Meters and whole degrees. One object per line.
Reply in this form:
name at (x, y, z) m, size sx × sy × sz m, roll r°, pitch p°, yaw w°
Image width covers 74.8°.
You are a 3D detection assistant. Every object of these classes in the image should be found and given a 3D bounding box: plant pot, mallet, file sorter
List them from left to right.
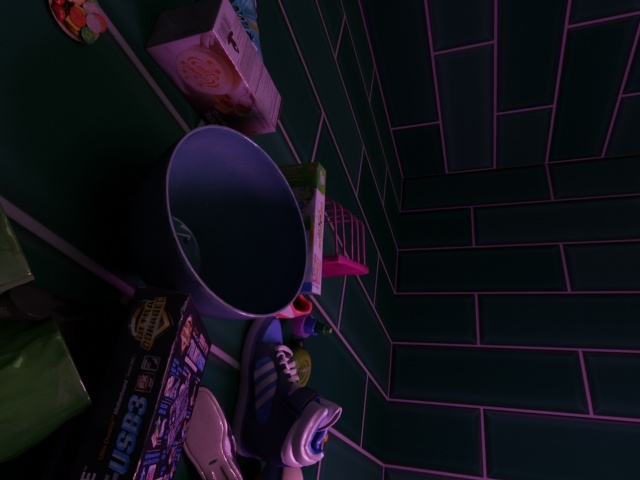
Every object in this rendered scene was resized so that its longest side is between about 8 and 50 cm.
plant pot at (-0.183, -0.006, 0.663) m, size 0.290 × 0.195 × 0.291 m, roll 35°, pitch 46°, yaw -46°
mallet at (-0.093, 0.310, 1.135) m, size 0.189 × 0.039 × 0.063 m, roll 10°, pitch 79°, yaw -65°
file sorter at (0.000, 0.000, 1.196) m, size 0.290 × 0.201 × 0.183 m, roll 26°, pitch 60°, yaw -67°

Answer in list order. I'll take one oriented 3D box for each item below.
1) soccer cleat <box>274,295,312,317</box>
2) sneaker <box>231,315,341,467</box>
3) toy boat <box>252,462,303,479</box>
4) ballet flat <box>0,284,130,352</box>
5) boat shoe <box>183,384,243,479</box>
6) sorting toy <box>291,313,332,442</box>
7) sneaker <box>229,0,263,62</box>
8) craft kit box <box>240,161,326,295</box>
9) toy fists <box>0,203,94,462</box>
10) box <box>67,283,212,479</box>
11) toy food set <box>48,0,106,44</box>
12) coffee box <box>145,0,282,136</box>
soccer cleat at (-0.113, 0.068, 0.991) m, size 0.109 × 0.116 × 0.318 m, roll -71°, pitch 151°, yaw -45°
sneaker at (-0.057, 0.325, 0.935) m, size 0.130 × 0.236 × 0.323 m, roll 54°, pitch 38°, yaw -56°
toy boat at (-0.109, 0.559, 0.841) m, size 0.318 × 0.148 × 0.268 m, roll 114°, pitch -8°, yaw -53°
ballet flat at (-0.310, 0.117, 0.552) m, size 0.058 × 0.084 × 0.250 m, roll -45°, pitch 155°, yaw -1°
boat shoe at (-0.207, 0.373, 0.787) m, size 0.079 × 0.083 × 0.233 m, roll -149°, pitch -137°, yaw -73°
sorting toy at (-0.024, 0.381, 1.110) m, size 0.127 × 0.126 × 0.366 m, roll 7°, pitch 89°, yaw -61°
sneaker at (-0.170, -0.449, 0.880) m, size 0.110 × 0.106 × 0.276 m, roll -120°, pitch -167°, yaw -60°
craft kit box at (-0.117, -0.019, 0.807) m, size 0.061 × 0.249 × 0.247 m, roll 31°, pitch 59°, yaw -67°
toy fists at (-0.331, 0.080, 0.382) m, size 0.142 × 0.096 × 0.280 m, roll -24°, pitch 112°, yaw -33°
box at (-0.223, 0.243, 0.548) m, size 0.296 × 0.073 × 0.294 m, roll 111°, pitch -12°, yaw -64°
toy food set at (-0.337, -0.319, 0.583) m, size 0.083 × 0.020 × 0.084 m, roll 54°, pitch 38°, yaw -56°
coffee box at (-0.190, -0.317, 0.809) m, size 0.246 × 0.141 × 0.098 m, roll 55°, pitch 37°, yaw -57°
